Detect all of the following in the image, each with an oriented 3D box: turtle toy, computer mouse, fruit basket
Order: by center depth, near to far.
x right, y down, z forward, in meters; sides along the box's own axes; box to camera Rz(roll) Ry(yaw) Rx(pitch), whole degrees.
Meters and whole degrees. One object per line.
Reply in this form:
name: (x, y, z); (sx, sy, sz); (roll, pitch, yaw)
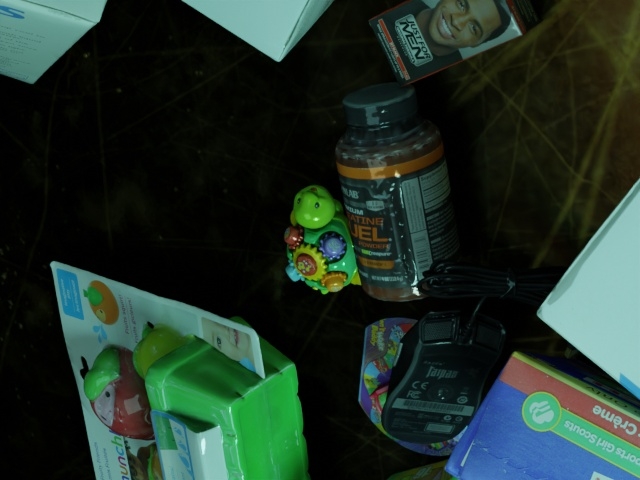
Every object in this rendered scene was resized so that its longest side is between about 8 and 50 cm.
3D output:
computer mouse: (0.162, 0.103, 1.338); (0.184, 0.060, 0.262); (3, 134, -9)
turtle toy: (0.000, 0.000, 1.414); (0.095, 0.066, 0.130); (14, 121, 29)
fruit basket: (-0.184, 0.208, 1.595); (0.353, 0.165, 0.327); (12, 120, 34)

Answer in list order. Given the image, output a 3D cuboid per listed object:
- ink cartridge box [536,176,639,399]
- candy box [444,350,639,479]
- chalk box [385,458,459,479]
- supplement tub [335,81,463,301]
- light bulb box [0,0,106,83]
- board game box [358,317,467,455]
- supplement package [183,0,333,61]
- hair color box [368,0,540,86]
ink cartridge box: (0.311, 0.024, 1.077); (0.171, 0.233, 0.168); (39, 114, 13)
candy box: (0.280, 0.205, 1.158); (0.268, 0.317, 0.122); (29, 95, 20)
chalk box: (0.097, 0.340, 1.430); (0.132, 0.213, 0.132); (-24, 99, 41)
supplement tub: (0.072, -0.048, 1.311); (0.106, 0.106, 0.198); (3, 115, 34)
light bulb box: (-0.270, -0.345, 1.119); (0.361, 0.225, 0.358); (178, 107, -71)
board game box: (0.093, 0.164, 1.459); (0.133, 0.033, 0.168); (21, 124, 25)
supplement package: (-0.044, -0.332, 1.190); (0.204, 0.145, 0.262); (33, 129, 1)
hair color box: (0.120, -0.198, 1.237); (0.141, 0.043, 0.072); (-20, 100, 40)
